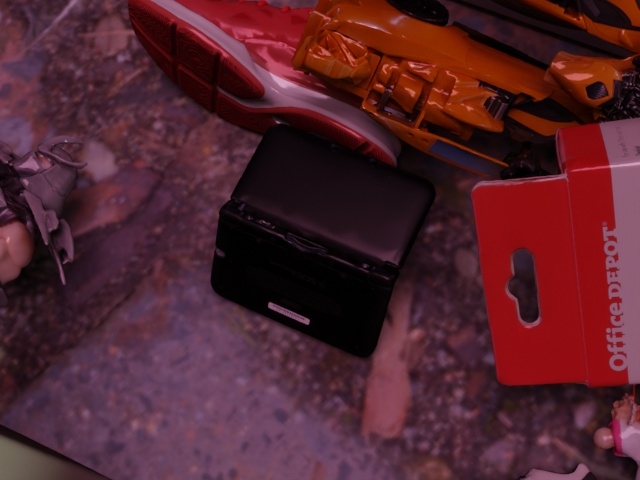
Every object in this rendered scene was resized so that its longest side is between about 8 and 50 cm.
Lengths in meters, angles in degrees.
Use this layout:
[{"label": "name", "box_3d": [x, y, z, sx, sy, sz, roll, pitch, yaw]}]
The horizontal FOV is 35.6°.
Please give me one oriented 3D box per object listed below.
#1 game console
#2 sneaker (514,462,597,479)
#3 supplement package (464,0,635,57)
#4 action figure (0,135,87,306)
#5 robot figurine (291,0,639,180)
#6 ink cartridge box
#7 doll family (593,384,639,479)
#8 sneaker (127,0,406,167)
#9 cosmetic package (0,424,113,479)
[{"label": "game console", "box_3d": [0.000, 0.000, 0.656, 0.122, 0.107, 0.071, 23, 38, 14]}, {"label": "sneaker", "box_3d": [0.119, 0.163, 0.599, 0.109, 0.040, 0.044, -8, 53, -1]}, {"label": "supplement package", "box_3d": [0.152, -0.245, 0.688, 0.244, 0.139, 0.134, 23, 72, 13]}, {"label": "action figure", "box_3d": [-0.274, 0.008, 0.631, 0.285, 0.099, 0.185, -31, 32, -14]}, {"label": "robot figurine", "box_3d": [0.140, -0.110, 0.595, 0.291, 0.211, 0.085, 23, 33, -2]}, {"label": "ink cartridge box", "box_3d": [0.206, 0.002, 0.545, 0.231, 0.078, 0.134, -6, 113, 14]}, {"label": "doll family", "box_3d": [0.296, 0.130, 0.566, 0.263, 0.118, 0.163, -1, 75, 25]}, {"label": "sneaker", "box_3d": [-0.017, -0.142, 0.709, 0.221, 0.087, 0.128, 33, 67, 3]}, {"label": "cosmetic package", "box_3d": [-0.231, 0.124, 0.500, 0.160, 0.309, 0.113, 21, 73, 14]}]
